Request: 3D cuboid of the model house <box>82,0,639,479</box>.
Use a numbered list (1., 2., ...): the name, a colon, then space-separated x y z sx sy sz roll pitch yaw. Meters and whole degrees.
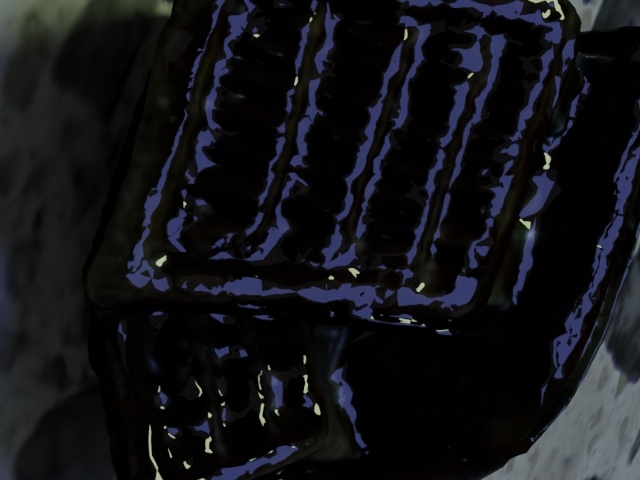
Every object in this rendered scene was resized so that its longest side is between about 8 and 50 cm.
1. model house: -0.002 0.007 0.445 0.152 0.106 0.165 13 93 -65
